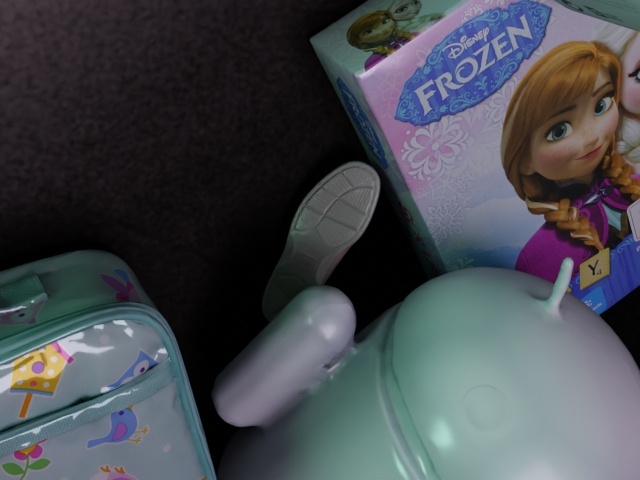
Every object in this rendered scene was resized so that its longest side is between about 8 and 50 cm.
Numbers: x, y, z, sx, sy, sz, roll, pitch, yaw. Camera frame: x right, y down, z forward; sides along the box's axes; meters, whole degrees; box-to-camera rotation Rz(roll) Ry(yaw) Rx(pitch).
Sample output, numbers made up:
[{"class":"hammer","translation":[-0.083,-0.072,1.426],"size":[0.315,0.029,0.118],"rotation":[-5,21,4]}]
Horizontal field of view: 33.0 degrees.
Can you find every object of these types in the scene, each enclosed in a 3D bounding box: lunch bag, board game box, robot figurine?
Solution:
[{"class":"lunch bag","translation":[-0.209,0.134,0.628],"size":[0.279,0.108,0.224],"rotation":[-21,128,-18]},{"class":"board game box","translation":[0.191,-0.095,0.749],"size":[0.319,0.066,0.318],"rotation":[-36,131,-6]},{"class":"robot figurine","translation":[0.069,0.151,0.706],"size":[0.300,0.200,0.353],"rotation":[39,123,-18]}]

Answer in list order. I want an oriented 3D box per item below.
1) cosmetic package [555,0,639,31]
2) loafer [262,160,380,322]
[{"class":"cosmetic package","translation":[0.074,-0.262,0.469],"size":[0.385,0.156,0.217],"rotation":[21,101,-31]},{"class":"loafer","translation":[0.000,0.000,0.720],"size":[0.045,0.039,0.125],"rotation":[31,104,3]}]
